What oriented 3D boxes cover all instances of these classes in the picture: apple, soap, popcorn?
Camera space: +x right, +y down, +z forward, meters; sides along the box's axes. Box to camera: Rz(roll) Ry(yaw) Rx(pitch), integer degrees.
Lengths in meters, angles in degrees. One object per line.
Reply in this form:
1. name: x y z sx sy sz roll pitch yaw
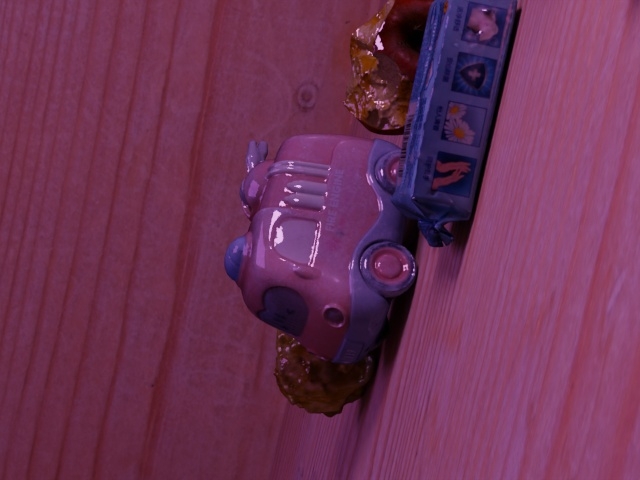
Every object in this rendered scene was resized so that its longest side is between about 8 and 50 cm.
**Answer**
1. apple: 0.105 -0.199 1.871 0.156 0.147 0.158 68 156 16
2. soap: 0.138 -0.140 1.706 0.156 0.077 0.293 -139 61 -84
3. popcorn: 0.006 0.156 2.193 0.173 0.142 0.173 -15 -90 -86

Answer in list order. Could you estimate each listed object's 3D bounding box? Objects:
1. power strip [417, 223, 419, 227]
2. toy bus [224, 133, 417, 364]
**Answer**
1. power strip: 0.138 -0.096 1.905 0.253 0.027 0.060 -82 7 -46
2. toy bus: 0.000 0.000 2.058 0.197 0.232 0.294 111 171 -62
